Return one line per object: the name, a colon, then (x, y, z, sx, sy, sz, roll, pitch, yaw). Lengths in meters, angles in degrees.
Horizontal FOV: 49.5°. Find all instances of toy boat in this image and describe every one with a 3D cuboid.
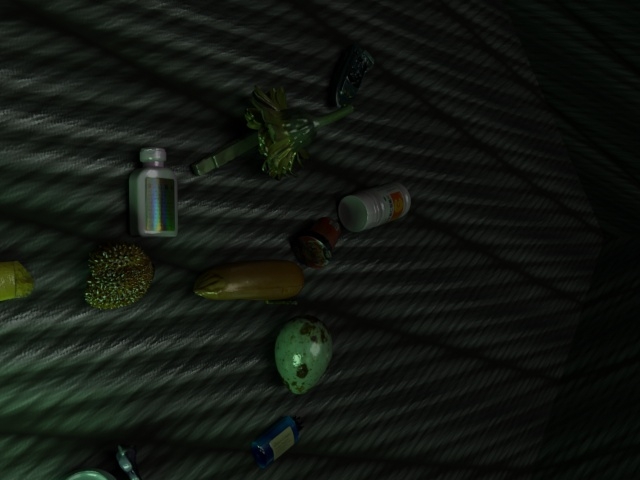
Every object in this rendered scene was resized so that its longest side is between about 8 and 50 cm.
toy boat: (0.098, -0.531, 2.270, 0.093, 0.103, 0.246, 40, 63, -41)

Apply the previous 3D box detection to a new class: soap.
soap: (-0.669, 0.083, 1.439, 0.169, 0.033, 0.089, -11, 100, -49)

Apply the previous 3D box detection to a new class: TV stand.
TV stand: (-0.255, -0.241, 1.907, 0.249, 0.042, 0.036, -39, 121, -42)

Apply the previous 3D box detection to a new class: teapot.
teapot: (-0.512, 0.596, 1.522, 0.232, 0.159, 0.158, -12, 98, -31)

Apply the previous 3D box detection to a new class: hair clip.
hair clip: (-0.427, 0.543, 1.622, 0.052, 0.124, 0.195, -27, 123, -21)

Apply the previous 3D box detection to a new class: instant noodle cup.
instant noodle cup: (-0.002, -0.001, 2.131, 0.127, 0.127, 0.135, 63, 40, -26)

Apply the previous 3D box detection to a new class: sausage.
sausage: (-0.193, 0.111, 1.895, 0.354, 0.134, 0.115, 0, 113, -50)

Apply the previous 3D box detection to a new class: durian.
durian: (-0.463, 0.076, 1.599, 0.168, 0.137, 0.158, -11, 118, -39)

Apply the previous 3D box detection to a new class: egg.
egg: (-0.051, 0.331, 2.018, 0.169, 0.169, 0.231, 13, 86, -47)

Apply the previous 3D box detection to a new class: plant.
plant: (-0.071, -0.291, 1.972, 0.305, 0.297, 0.261, -88, -172, -62)

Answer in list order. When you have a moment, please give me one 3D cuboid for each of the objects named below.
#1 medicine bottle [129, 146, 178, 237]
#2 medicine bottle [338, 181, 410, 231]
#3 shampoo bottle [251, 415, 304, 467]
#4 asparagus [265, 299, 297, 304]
medicine bottle: (-0.409, -0.116, 1.703, 0.115, 0.078, 0.219, 0, 89, -45)
medicine bottle: (0.182, -0.115, 2.322, 0.250, 0.133, 0.133, -18, 102, -47)
shampoo bottle: (-0.119, 0.575, 2.018, 0.183, 0.050, 0.087, -29, 107, -45)
asparagus: (-0.114, 0.183, 2.065, 0.127, 0.018, 0.015, 6, 119, -48)
